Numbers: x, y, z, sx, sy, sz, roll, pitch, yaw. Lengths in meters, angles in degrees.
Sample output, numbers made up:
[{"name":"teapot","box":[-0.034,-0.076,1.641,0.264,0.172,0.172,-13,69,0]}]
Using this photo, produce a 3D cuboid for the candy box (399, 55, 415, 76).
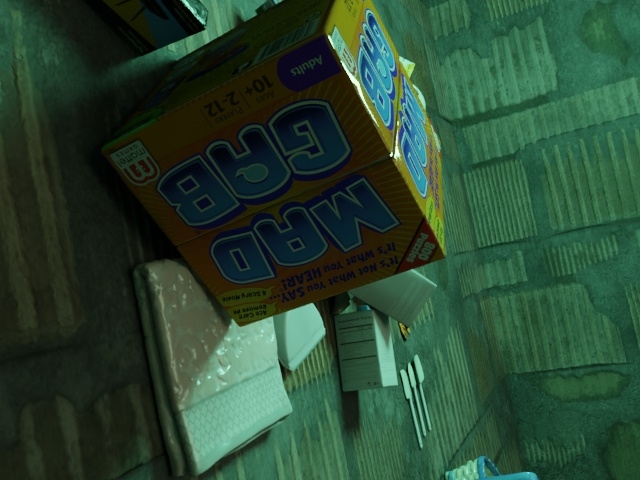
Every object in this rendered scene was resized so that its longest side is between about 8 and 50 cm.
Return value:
[{"name":"candy box","box":[0.150,-0.515,1.883,0.233,0.071,0.159,27,36,-2]}]

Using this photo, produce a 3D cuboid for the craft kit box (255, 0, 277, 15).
[{"name":"craft kit box","box":[-0.025,-0.381,1.446,0.246,0.061,0.250,31,29,-56]}]

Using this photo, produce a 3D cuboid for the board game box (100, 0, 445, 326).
[{"name":"board game box","box":[-0.039,-0.150,1.022,0.356,0.356,0.356,57,25,-27]}]

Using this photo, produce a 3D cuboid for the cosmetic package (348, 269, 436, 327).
[{"name":"cosmetic package","box":[0.136,0.088,1.504,0.238,0.127,0.107,34,4,-19]}]

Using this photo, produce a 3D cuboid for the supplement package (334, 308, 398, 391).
[{"name":"supplement package","box":[0.107,0.260,1.527,0.105,0.105,0.179,21,60,-62]}]

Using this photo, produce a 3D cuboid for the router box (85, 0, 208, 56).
[{"name":"router box","box":[-0.273,-0.368,0.964,0.179,0.133,0.046,45,39,-50]}]

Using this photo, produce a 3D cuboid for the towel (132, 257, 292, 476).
[{"name":"towel","box":[-0.157,0.178,1.052,0.332,0.053,0.317,-4,82,-67]}]

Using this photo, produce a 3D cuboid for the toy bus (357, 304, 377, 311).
[{"name":"toy bus","box":[0.164,0.113,1.729,0.202,0.104,0.191,-31,107,-65]}]

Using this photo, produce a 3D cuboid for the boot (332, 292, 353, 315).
[{"name":"boot","box":[0.041,0.116,1.542,0.087,0.042,0.118,64,27,-11]}]

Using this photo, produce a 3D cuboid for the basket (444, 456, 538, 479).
[{"name":"basket","box":[0.546,0.785,2.008,0.255,0.289,0.201,55,32,-43]}]

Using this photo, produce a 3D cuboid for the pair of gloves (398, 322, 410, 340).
[{"name":"pair of gloves","box":[0.259,0.262,1.981,0.074,0.010,0.083,69,24,-17]}]

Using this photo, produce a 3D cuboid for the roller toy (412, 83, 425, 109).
[{"name":"roller toy","box":[0.222,-0.397,2.005,0.209,0.191,0.146,68,26,-22]}]

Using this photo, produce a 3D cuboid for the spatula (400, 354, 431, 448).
[{"name":"spatula","box":[0.294,0.480,1.940,0.168,0.019,0.242,-21,98,-67]}]

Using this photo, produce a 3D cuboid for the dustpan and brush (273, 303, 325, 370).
[{"name":"dustpan and brush","box":[-0.071,0.130,1.274,0.147,0.060,0.211,-43,125,-49]}]
